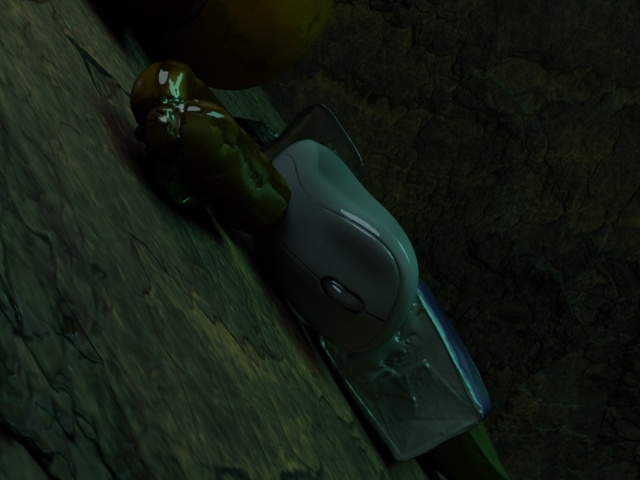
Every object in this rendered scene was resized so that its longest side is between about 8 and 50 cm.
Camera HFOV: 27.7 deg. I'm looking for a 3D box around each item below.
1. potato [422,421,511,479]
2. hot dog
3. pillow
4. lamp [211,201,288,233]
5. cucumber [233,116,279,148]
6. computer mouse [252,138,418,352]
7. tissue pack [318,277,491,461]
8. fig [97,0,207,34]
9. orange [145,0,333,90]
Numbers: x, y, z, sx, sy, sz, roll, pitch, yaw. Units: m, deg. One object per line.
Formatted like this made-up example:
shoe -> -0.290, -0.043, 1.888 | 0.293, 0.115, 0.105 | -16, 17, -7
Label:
potato -> 0.183, 0.278, 2.093 | 0.269, 0.112, 0.255 | 63, 8, 31
hot dog -> -0.122, -0.089, 1.342 | 0.135, 0.100, 0.337 | 51, 1, 16
pillow -> -0.034, -0.089, 1.755 | 0.033, 0.217, 0.130 | -31, 89, -51
lamp -> -0.086, -0.055, 1.553 | 0.101, 0.090, 0.101 | 25, 40, -23
cucumber -> -0.038, -0.051, 2.030 | 0.359, 0.096, 0.096 | 59, 4, 15
computer mouse -> 0.000, 0.000, 1.615 | 0.121, 0.184, 0.297 | 3, 43, -38
tissue pack -> 0.121, 0.174, 1.812 | 0.242, 0.160, 0.338 | 61, 6, 11
fig -> -0.217, -0.374, 1.630 | 0.235, 0.214, 0.235 | 50, -24, 32
orange -> -0.127, -0.374, 1.880 | 0.312, 0.312, 0.312 | 58, 4, -7
